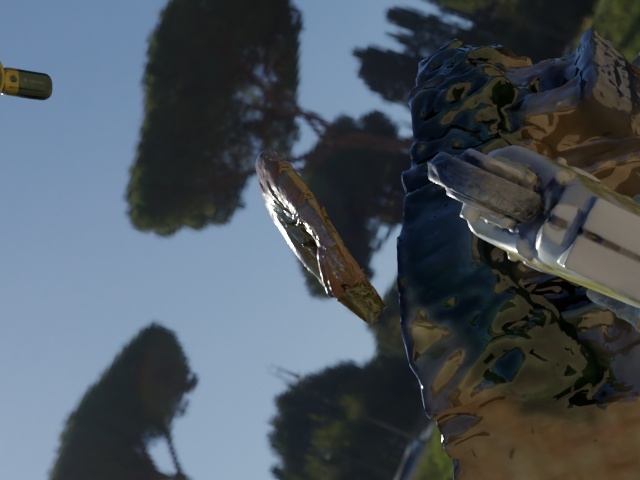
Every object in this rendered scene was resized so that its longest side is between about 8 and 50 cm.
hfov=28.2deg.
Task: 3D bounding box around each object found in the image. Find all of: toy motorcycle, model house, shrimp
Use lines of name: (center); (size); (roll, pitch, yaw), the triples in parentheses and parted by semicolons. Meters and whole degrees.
toy motorcycle: (0.160, 0.001, 0.715); (0.151, 0.229, 0.074); (-108, 41, -84)
model house: (0.304, 0.034, 1.038); (0.445, 0.400, 0.395); (-76, -30, -58)
shrimp: (-0.001, 0.001, 1.279); (0.051, 0.217, 0.115); (-34, 18, -4)

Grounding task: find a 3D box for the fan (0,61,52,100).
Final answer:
fan: (-0.436, -0.214, 1.719); (0.155, 0.039, 0.082); (6, -106, -35)
